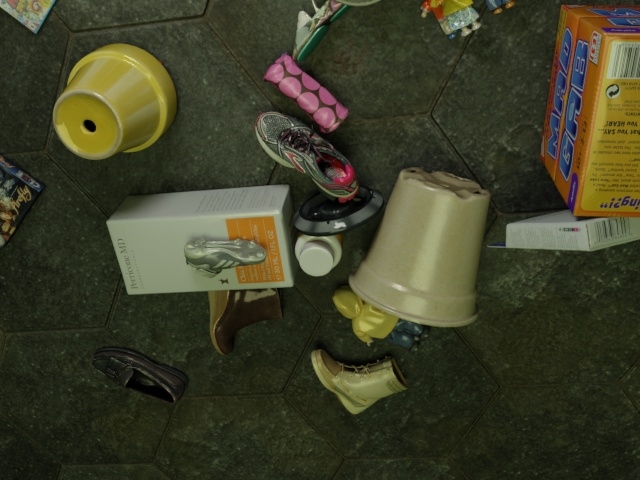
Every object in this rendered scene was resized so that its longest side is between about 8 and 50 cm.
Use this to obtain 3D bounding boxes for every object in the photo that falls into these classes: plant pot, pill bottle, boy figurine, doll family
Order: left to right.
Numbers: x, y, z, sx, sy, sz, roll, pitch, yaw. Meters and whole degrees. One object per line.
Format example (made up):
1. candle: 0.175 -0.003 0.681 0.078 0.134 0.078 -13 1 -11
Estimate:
1. plant pot: -0.493 -0.305 1.588 0.253 0.239 0.254 4 120 8
2. pill bottle: 0.000 0.000 1.720 0.117 0.215 0.117 3 119 5
3. boy figurine: 0.156 0.218 1.895 0.285 0.092 0.177 25 119 -6
4. plant pot: 0.264 -0.003 1.658 0.333 0.334 0.306 12 108 -1
5. doll family: 0.325 -0.545 1.436 0.263 0.118 0.163 -29 112 20

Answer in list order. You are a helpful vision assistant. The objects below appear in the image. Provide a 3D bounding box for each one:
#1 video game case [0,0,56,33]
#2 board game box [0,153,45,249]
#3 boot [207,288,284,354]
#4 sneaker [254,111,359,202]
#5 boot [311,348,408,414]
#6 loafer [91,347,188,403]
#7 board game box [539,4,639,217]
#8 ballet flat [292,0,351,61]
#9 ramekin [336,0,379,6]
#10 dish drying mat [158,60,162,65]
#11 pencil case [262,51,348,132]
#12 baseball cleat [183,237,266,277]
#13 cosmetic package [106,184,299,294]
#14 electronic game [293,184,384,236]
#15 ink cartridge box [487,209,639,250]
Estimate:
1. video game case: -0.708 -0.584 1.592 0.166 0.015 0.119 37 117 -14
2. board game box: -0.882 -0.108 1.859 0.165 0.042 0.243 37 116 -13
3. boot: -0.208 0.223 1.937 0.206 0.090 0.249 1 115 9
4. sneaker: -0.027 -0.217 1.616 0.299 0.112 0.121 36 80 11
5. boot: 0.114 0.382 1.987 0.203 0.095 0.262 -30 113 21
6. loafer: -0.559 0.415 2.081 0.302 0.095 0.109 19 119 -4
7. board game box: 0.685 -0.276 1.401 0.356 0.356 0.356 2 116 5
8. ballet flat: 0.001 -0.505 1.530 0.221 0.077 0.079 -43 88 20
9. ramekin: 0.080 -0.598 1.407 0.207 0.109 0.207 0 100 2
10. dish drying mat: -0.394 -0.396 1.664 0.032 0.008 0.083 -4 118 9
11. pencil case: -0.035 -0.344 1.608 0.209 0.098 0.095 41 71 -15
12. baseball cleat: -0.232 0.045 1.681 0.205 0.072 0.109 8 133 7
13. cosmetic package: -0.294 -0.001 1.785 0.453 0.161 0.230 -4 118 9
14. electronic game: 0.043 -0.074 1.665 0.229 0.229 0.048 -11 118 12
15. ink cartridge box: 0.596 -0.040 1.527 0.324 0.330 0.072 -12 97 -24
